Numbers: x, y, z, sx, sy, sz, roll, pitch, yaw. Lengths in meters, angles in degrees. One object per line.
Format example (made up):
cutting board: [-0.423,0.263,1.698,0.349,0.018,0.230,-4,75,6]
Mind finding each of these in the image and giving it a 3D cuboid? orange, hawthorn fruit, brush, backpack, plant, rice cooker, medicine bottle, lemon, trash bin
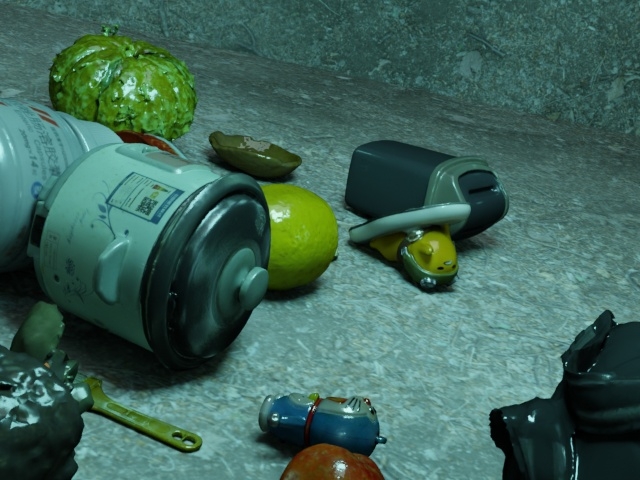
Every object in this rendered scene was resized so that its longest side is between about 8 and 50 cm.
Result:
orange: [-0.394,-0.290,1.994,0.301,0.223,0.300,20,32,7]
hawthorn fruit: [0.014,0.266,0.983,0.128,0.128,0.128,12,21,-5]
brush: [-0.236,0.198,1.136,0.218,0.010,0.082,20,21,15]
backpack: [0.313,0.242,0.968,0.254,0.363,0.446,36,5,-10]
plant: [-0.307,0.176,0.852,0.213,0.215,0.312,36,21,23]
rice cooker: [-0.203,0.017,1.270,0.316,0.264,0.316,16,9,-2]
medicine bottle: [-0.432,-0.077,1.386,0.245,0.245,0.306,24,14,25]
lemon: [-0.062,-0.006,1.547,0.207,0.170,0.170,-8,30,-44]
trash bin: [0.212,-0.098,1.959,0.290,0.183,0.209,23,23,35]

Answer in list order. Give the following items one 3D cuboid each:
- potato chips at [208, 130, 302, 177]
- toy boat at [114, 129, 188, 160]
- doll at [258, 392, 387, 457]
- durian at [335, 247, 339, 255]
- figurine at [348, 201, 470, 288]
potato chips: [-0.143,-0.176,2.083,0.208,0.062,0.195,14,15,3]
toy boat: [-0.281,-0.097,1.696,0.133,0.145,0.332,27,9,-44]
doll: [0.006,0.217,1.149,0.151,0.086,0.114,11,-1,21]
durian: [0.006,-0.008,1.764,0.066,0.052,0.130,14,20,-7]
figurine: [0.167,0.024,1.764,0.166,0.141,0.250,-4,-9,-40]
